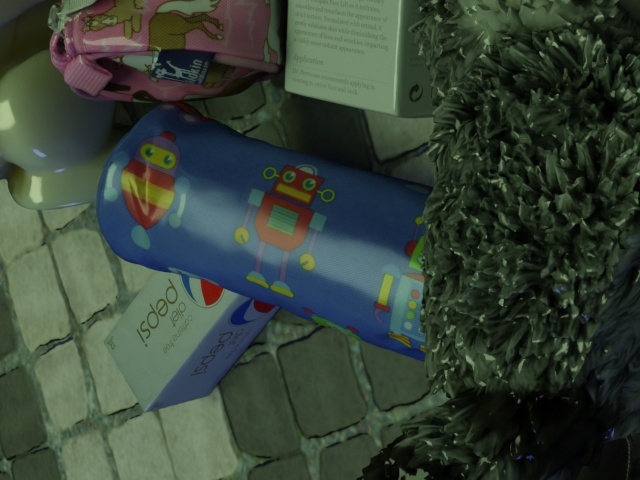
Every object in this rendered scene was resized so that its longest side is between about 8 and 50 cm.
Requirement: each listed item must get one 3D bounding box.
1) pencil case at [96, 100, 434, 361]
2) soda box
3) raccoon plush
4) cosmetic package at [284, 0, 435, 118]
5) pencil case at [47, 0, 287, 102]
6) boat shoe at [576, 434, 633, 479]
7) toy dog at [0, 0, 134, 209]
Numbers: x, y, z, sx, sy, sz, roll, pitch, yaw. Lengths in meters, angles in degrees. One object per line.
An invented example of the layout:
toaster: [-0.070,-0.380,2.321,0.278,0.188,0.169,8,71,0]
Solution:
pencil case: [0.000,0.000,1.268,0.306,0.133,0.119,19,80,24]
soda box: [-0.081,0.040,1.455,0.074,0.069,0.216,58,134,21]
raccoon plush: [0.066,-0.016,1.064,0.299,0.446,0.216,37,155,38]
cosmetic package: [0.045,-0.204,1.262,0.117,0.085,0.231,18,108,45]
pencil case: [-0.108,-0.291,1.320,0.160,0.167,0.386,-2,87,16]
boat shoe: [0.172,0.189,1.206,0.066,0.066,0.183,51,143,47]
toy dog: [-0.308,-0.231,1.429,0.284,0.395,0.407,18,119,54]
